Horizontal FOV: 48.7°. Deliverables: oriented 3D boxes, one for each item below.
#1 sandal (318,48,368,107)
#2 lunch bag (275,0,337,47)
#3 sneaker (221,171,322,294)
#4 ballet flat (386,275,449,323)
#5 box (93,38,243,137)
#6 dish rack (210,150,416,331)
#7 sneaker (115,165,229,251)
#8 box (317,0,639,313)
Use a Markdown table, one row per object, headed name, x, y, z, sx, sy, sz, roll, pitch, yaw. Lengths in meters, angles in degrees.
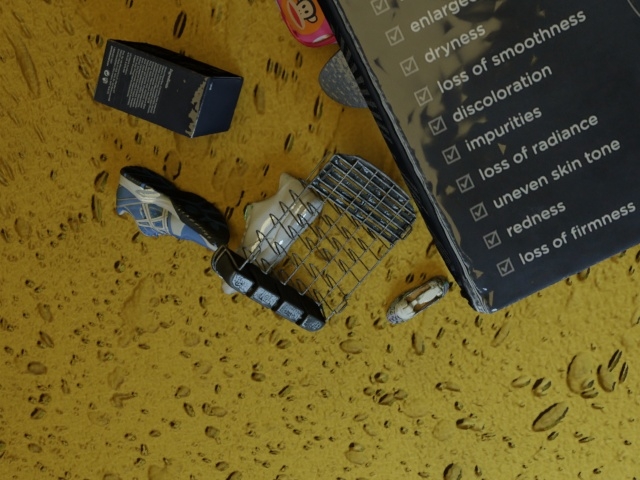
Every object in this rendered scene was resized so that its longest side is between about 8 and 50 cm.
| name | x | y | z | sx | sy | sz | roll | pitch | yaw |
| --- | --- | --- | --- | --- | --- | --- | --- | --- | --- |
| sandal | 0.119 | -0.269 | 1.014 | 0.255 | 0.054 | 0.097 | -27 | 102 | 7 |
| lunch bag | 0.033 | -0.429 | 0.935 | 0.258 | 0.120 | 0.293 | -21 | 100 | 29 |
| sneaker | -0.094 | -0.012 | 1.105 | 0.094 | 0.080 | 0.212 | 45 | 101 | 14 |
| ballet flat | 0.146 | 0.093 | 1.083 | 0.114 | 0.041 | 0.041 | -36 | 92 | 17 |
| box | -0.218 | -0.223 | 1.037 | 0.158 | 0.156 | 0.093 | 21 | 106 | 7 |
| dish rack | 0.000 | 0.000 | 1.037 | 0.208 | 0.074 | 0.271 | 34 | 102 | -35 |
| sneaker | -0.236 | -0.038 | 1.127 | 0.211 | 0.080 | 0.081 | 32 | 113 | 14 |
| box | 0.257 | -0.260 | 0.732 | 0.480 | 0.297 | 0.471 | -26 | 101 | 6 |
